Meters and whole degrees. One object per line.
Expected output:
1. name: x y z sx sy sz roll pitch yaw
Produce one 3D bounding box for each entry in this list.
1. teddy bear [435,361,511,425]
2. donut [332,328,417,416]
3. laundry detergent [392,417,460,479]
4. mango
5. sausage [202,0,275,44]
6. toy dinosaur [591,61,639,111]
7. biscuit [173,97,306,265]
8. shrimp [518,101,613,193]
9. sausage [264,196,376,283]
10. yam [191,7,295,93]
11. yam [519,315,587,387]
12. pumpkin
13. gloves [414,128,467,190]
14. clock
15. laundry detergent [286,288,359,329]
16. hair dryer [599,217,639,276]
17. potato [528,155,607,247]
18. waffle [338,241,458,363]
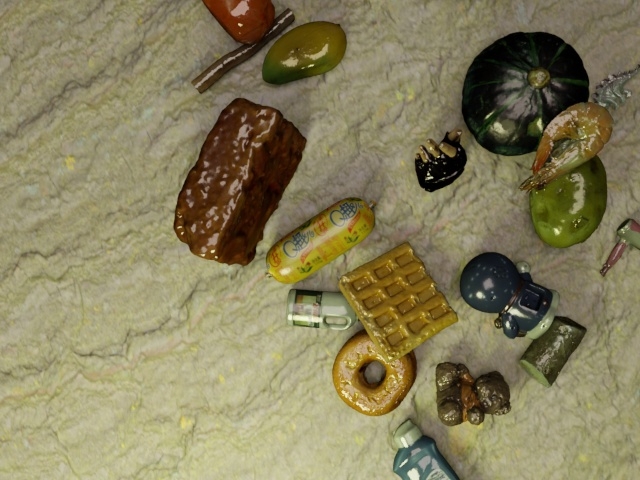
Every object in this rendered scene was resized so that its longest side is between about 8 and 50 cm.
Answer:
1. teddy bear: 0.386 0.396 1.854 0.190 0.177 0.140 -10 134 6
2. donut: 0.137 0.340 1.883 0.226 0.114 0.227 0 90 7
3. laundry detergent: 0.273 0.603 1.886 0.143 0.094 0.290 -30 84 11
4. mango: -0.046 -0.494 1.909 0.237 0.091 0.137 -13 83 5
5. sausage: -0.226 -0.628 1.884 0.141 0.153 0.268 -37 72 2
6. toy dinosaur: 0.753 -0.387 1.856 0.209 0.039 0.082 -44 85 4
7. biscuit: -0.199 -0.140 1.804 0.166 0.342 0.395 27 90 9
8. shrimp: 0.566 -0.213 1.717 0.145 0.061 0.267 36 112 -24
9. sausage: 0.000 0.000 1.889 0.347 0.123 0.123 -34 87 6
10. yam: -0.205 -0.506 1.948 0.326 0.045 0.045 -37 53 3
11. yam: 0.586 0.272 1.847 0.107 0.107 0.183 35 91 4
12. pumpkin: 0.501 -0.361 1.784 0.314 0.238 0.316 -1 85 6
13. gloves: 0.300 -0.200 1.820 0.124 0.203 0.164 35 93 6
14. clock: 0.468 0.127 1.835 0.243 0.146 0.200 30 69 2
15. laundry detergent: 0.025 0.184 1.915 0.225 0.070 0.099 5 82 5
16. hair dryer: 0.769 0.031 1.859 0.106 0.054 0.154 43 104 0
17. potato: 0.616 -0.106 1.820 0.186 0.148 0.254 24 99 33
18. waffle: 0.195 0.154 1.845 0.221 0.055 0.248 -27 75 -18
